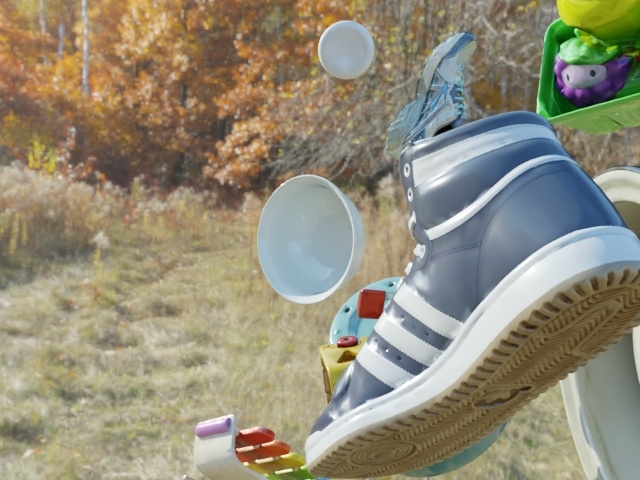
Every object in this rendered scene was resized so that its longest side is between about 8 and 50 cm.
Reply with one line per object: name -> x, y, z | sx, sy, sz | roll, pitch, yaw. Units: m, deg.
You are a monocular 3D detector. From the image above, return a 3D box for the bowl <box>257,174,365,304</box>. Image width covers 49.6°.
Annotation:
bowl -> 0.000, 0.000, 1.638 | 0.297, 0.298, 0.134 | 8, 3, 38

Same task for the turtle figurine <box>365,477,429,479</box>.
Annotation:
turtle figurine -> 0.127, 0.542, 1.137 | 0.274, 0.266, 0.198 | 41, 12, 14

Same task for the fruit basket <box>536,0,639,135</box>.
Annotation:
fruit basket -> 0.558, -0.391, 1.281 | 0.391, 0.283, 0.392 | 10, -19, 4

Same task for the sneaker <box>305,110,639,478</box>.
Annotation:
sneaker -> 0.072, 0.042, 0.453 | 0.099, 0.153, 0.282 | 12, -43, -32

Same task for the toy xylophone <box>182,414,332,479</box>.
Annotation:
toy xylophone -> -0.121, 0.446, 1.325 | 0.236, 0.081, 0.323 | -17, -48, 34

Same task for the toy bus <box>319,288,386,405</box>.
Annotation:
toy bus -> 0.097, 0.169, 0.841 | 0.191, 0.202, 0.104 | 35, 6, -15

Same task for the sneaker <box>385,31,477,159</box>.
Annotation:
sneaker -> 0.249, -0.271, 1.373 | 0.122, 0.283, 0.110 | 31, 8, 26

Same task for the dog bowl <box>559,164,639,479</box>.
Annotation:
dog bowl -> 0.377, 0.123, 0.690 | 0.150, 0.408, 0.408 | -5, 6, -3

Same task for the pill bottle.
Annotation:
pill bottle -> 0.063, -0.412, 1.510 | 0.117, 0.117, 0.215 | 4, 14, 6

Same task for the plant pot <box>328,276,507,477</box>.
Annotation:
plant pot -> 0.147, 0.203, 1.166 | 0.292, 0.235, 0.293 | -23, 33, 16
